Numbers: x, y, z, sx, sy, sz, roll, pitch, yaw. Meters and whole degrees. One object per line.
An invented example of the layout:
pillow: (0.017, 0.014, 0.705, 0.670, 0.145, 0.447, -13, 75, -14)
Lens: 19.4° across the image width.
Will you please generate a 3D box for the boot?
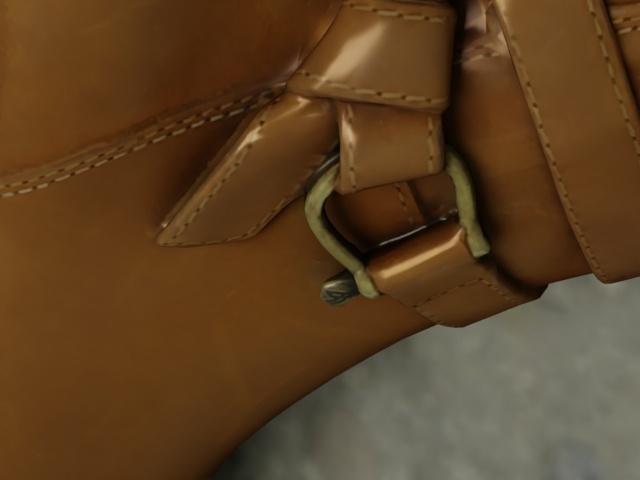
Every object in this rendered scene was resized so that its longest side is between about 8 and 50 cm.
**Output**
boot: (0.000, 0.000, 0.391, 0.220, 0.109, 0.283, -10, 121, 6)
